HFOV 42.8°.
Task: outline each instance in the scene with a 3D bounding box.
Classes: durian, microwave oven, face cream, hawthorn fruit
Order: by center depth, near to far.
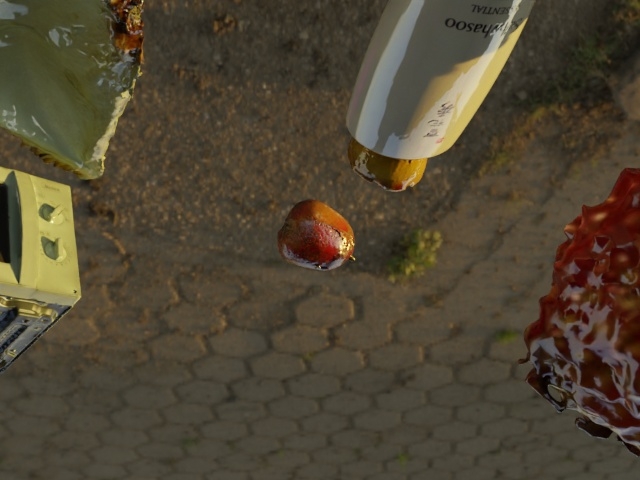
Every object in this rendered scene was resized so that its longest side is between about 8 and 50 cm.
[{"bbox_3d":[0.060,-0.096,0.402,0.072,0.051,0.182,-5,148,-22],"label":"face cream"},{"bbox_3d":[-0.186,-0.142,0.590,0.139,0.144,0.252,37,137,-8],"label":"durian"},{"bbox_3d":[-0.317,0.017,0.634,0.208,0.122,0.162,17,135,-42],"label":"microwave oven"},{"bbox_3d":[-0.005,-0.002,0.816,0.077,0.077,0.077,-1,144,-1],"label":"hawthorn fruit"}]

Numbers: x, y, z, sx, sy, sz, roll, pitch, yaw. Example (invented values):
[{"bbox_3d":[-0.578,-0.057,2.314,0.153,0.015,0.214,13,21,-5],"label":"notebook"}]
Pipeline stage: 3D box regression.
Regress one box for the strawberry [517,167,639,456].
[{"bbox_3d":[0.254,0.027,0.358,0.306,0.138,0.233,-36,94,7],"label":"strawberry"}]
